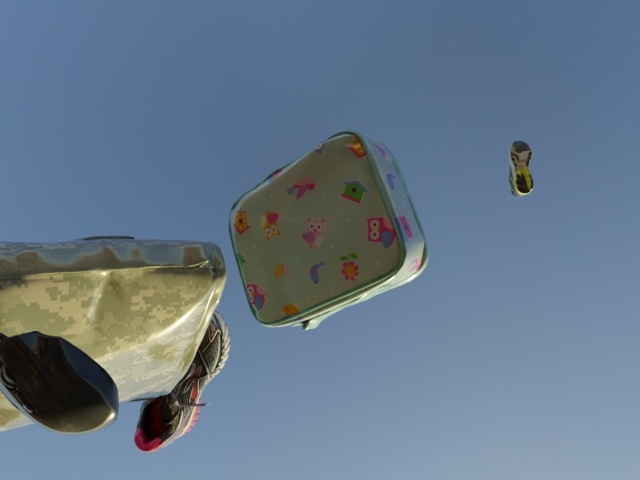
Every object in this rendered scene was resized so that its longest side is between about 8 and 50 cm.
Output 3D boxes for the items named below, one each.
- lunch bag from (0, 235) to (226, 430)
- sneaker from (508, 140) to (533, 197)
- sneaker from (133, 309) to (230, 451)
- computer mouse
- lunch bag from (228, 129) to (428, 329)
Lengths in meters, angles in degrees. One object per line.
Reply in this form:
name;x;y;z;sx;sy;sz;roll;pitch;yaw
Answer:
lunch bag;-0.268;0.086;0.509;0.287;0.235;0.169;-49;-126;38
sneaker;0.276;-0.099;0.602;0.031;0.035;0.084;5;-107;3
sneaker;-0.269;0.270;0.839;0.120;0.112;0.300;18;-86;12
computer mouse;-0.265;0.080;0.332;0.242;0.041;0.071;39;-62;-12
lunch bag;0.000;0.000;0.613;0.279;0.107;0.224;-28;-103;32
